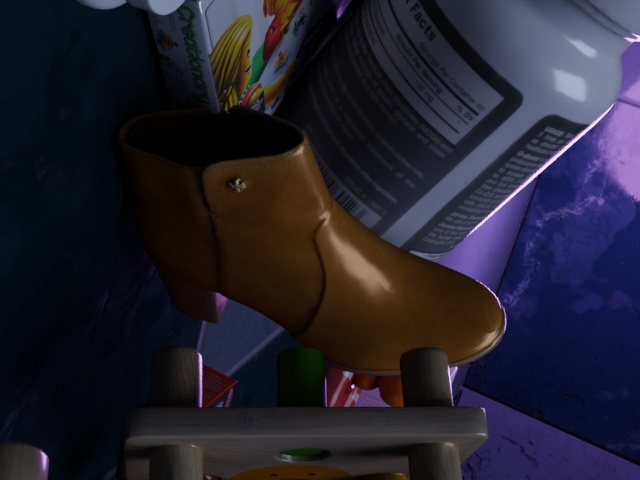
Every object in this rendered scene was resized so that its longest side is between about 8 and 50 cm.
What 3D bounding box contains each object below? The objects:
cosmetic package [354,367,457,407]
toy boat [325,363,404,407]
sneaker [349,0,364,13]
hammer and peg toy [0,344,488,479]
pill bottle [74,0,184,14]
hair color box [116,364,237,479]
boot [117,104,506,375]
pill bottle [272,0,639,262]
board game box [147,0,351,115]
[{"bbox_3d":[0.073,0.340,1.716,0.385,0.156,0.217,-39,148,-60],"label":"cosmetic package"},{"bbox_3d":[0.073,0.189,1.511,0.231,0.151,0.151,-61,163,-18],"label":"toy boat"},{"bbox_3d":[0.077,-0.266,1.068,0.077,0.072,0.178,48,38,-30],"label":"sneaker"},{"bbox_3d":[-0.078,0.176,0.817,0.266,0.361,0.127,107,-18,-63],"label":"hammer and peg toy"},{"bbox_3d":[-0.120,-0.152,0.511,0.067,0.120,0.067,-56,161,-31],"label":"pill bottle"},{"bbox_3d":[-0.139,0.184,1.036,0.141,0.043,0.072,-34,144,-60],"label":"hair color box"},{"bbox_3d":[-0.001,-0.001,0.786,0.211,0.295,0.104,87,13,-53],"label":"boot"},{"bbox_3d":[0.117,-0.135,0.889,0.363,0.210,0.210,-44,177,32],"label":"pill bottle"},{"bbox_3d":[-0.024,-0.226,0.829,0.305,0.053,0.193,-58,162,-26],"label":"board game box"}]
